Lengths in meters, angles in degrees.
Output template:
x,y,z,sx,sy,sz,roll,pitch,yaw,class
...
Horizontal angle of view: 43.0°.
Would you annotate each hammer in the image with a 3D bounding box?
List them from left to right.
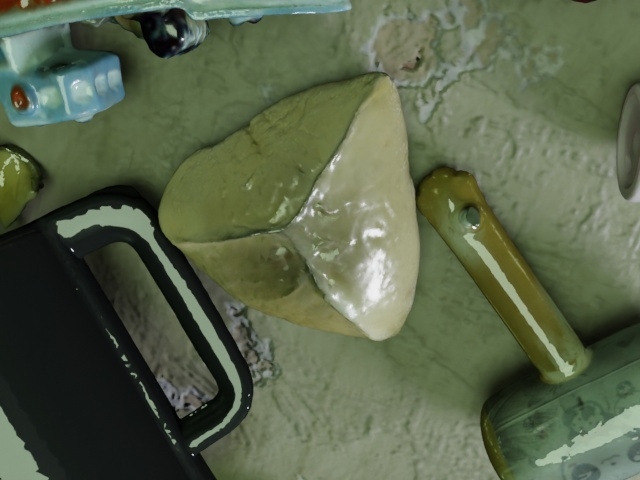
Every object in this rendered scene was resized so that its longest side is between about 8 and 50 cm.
x,y,z,sx,sy,sz,roll,pitch,yaw,class
0.181,0.066,0.677,0.202,0.113,0.305,-32,96,16,hammer

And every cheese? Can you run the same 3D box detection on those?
x,y,z,sx,sy,sz,roll,pitch,yaw,class
-0.293,-0.059,0.719,0.084,0.041,0.060,35,121,-23,cheese

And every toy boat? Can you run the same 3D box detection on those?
x,y,z,sx,sy,sz,roll,pitch,yaw,class
-0.140,-0.163,0.595,0.332,0.145,0.133,-7,111,17,toy boat

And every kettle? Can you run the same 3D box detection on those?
x,y,z,sx,sy,sz,roll,pitch,yaw,class
-0.218,0.142,0.684,0.262,0.203,0.308,-23,96,25,kettle

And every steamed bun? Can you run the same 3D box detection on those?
x,y,z,sx,sy,sz,roll,pitch,yaw,class
-0.029,-0.009,0.664,0.212,0.110,0.231,-5,110,13,steamed bun

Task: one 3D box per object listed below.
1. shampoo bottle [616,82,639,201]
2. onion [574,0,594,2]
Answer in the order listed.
x,y,z,sx,sy,sz,roll,pitch,yaw,class
0.380,-0.064,0.588,0.303,0.092,0.092,4,113,7,shampoo bottle
0.152,-0.248,0.473,0.246,0.246,0.190,39,122,-8,onion
